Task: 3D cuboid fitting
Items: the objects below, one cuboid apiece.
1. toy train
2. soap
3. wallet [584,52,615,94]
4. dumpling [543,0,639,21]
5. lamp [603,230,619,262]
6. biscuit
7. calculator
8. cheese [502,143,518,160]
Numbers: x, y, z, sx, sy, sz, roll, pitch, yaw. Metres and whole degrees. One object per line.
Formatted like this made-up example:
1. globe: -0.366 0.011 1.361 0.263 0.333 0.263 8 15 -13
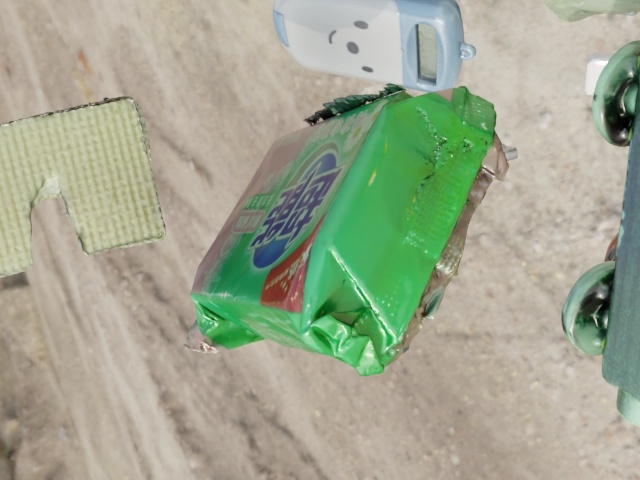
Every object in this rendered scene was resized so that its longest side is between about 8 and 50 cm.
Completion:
1. toy train: 0.398 -0.025 0.933 0.179 0.272 0.442 36 132 54
2. soap: 0.002 0.001 0.673 0.218 0.098 0.273 -65 18 -9
3. wallet: 0.592 -0.307 1.764 0.190 0.033 0.095 4 142 16
4. dumpling: 0.344 -0.312 1.084 0.108 0.153 0.219 58 147 16
5. lamp: 0.472 0.059 1.269 0.188 0.188 0.164 23 113 57
6. biscuit: -0.278 -0.041 0.899 0.046 0.250 0.147 -165 60 -74
7. calculator: 0.052 -0.206 0.940 0.210 0.039 0.121 15 151 16
8. cheese: 0.129 -0.113 1.125 0.249 0.163 0.070 -98 2 -74
